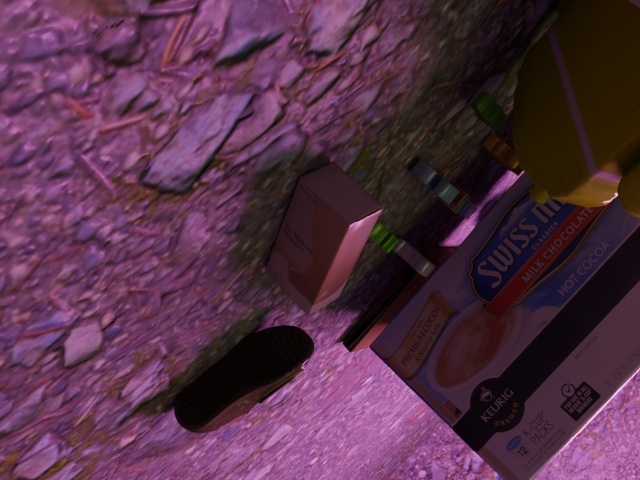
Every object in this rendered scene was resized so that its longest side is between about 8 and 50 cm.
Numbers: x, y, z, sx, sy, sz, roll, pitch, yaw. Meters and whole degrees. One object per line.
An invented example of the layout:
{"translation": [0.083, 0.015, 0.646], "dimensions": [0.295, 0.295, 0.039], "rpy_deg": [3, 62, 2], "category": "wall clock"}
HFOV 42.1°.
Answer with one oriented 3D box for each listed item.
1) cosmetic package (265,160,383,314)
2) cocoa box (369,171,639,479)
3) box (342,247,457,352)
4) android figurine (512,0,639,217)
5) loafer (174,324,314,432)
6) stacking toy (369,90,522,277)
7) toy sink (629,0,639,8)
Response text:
{"translation": [0.000, 0.000, 0.668], "dimensions": [0.041, 0.060, 0.115], "rpy_deg": [-29, 153, -38], "category": "cosmetic package"}
{"translation": [0.271, 0.070, 0.964], "dimensions": [0.347, 0.228, 0.231], "rpy_deg": [-50, 163, 10], "category": "cocoa box"}
{"translation": [0.125, 0.075, 1.115], "dimensions": [0.164, 0.021, 0.201], "rpy_deg": [-52, 158, 17], "category": "box"}
{"translation": [0.246, -0.135, 0.677], "dimensions": [0.056, 0.248, 0.273], "rpy_deg": [10, 143, -22], "category": "android figurine"}
{"translation": [-0.072, 0.133, 0.797], "dimensions": [0.148, 0.056, 0.050], "rpy_deg": [-29, 157, -14], "category": "loafer"}
{"translation": [0.122, -0.053, 0.829], "dimensions": [0.167, 0.052, 0.221], "rpy_deg": [-49, 158, 6], "category": "stacking toy"}
{"translation": [0.201, -0.244, 0.459], "dimensions": [0.131, 0.153, 0.234], "rpy_deg": [-45, 161, -1], "category": "toy sink"}
